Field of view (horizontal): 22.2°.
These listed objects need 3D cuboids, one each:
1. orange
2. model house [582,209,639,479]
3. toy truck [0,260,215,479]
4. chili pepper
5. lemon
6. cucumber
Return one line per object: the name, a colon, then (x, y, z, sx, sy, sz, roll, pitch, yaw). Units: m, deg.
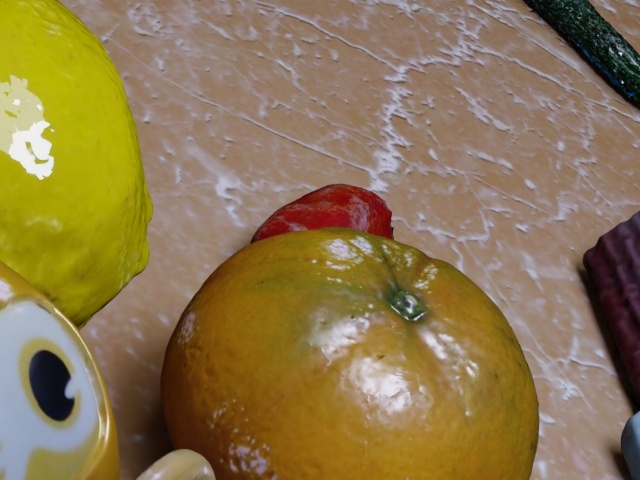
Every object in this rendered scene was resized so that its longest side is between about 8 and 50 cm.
orange: (0.024, 0.093, 0.994, 0.240, 0.171, 0.240, 20, 35, -15)
model house: (0.370, 0.051, 1.249, 0.339, 0.297, 0.360, -11, 45, -2)
toy truck: (-0.183, 0.141, 0.721, 0.212, 0.288, 0.204, 24, 32, 12)
chili pepper: (0.000, 0.000, 1.186, 0.073, 0.070, 0.123, 51, 35, 2)
lemon: (-0.218, -0.048, 0.953, 0.233, 0.233, 0.288, -1, 37, -36)
cucumber: (0.267, -0.221, 1.671, 0.044, 0.043, 0.256, -14, 55, -39)
